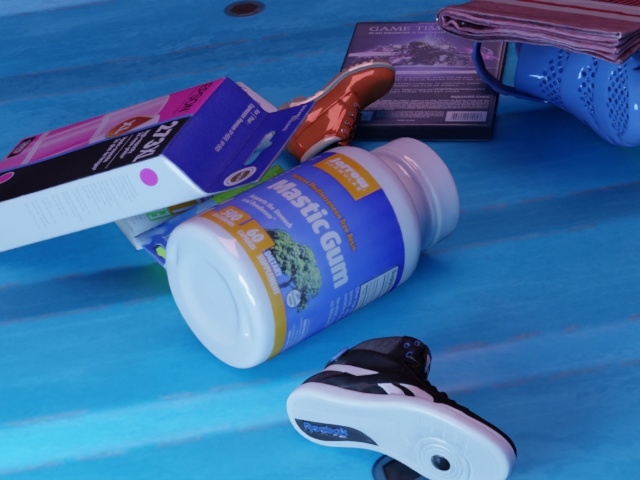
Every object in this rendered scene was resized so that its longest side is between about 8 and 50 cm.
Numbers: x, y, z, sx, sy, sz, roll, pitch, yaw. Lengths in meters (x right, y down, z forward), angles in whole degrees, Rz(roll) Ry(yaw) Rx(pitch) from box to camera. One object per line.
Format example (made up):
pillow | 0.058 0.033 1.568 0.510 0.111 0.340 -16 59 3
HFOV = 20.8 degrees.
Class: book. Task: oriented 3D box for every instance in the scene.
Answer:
book | -0.146 -0.038 1.883 0.144 0.035 0.096 -17 37 -20

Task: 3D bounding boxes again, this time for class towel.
towel | 0.318 -0.254 1.927 0.237 0.037 0.329 16 25 39

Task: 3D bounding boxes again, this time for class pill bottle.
pill bottle | 0.000 0.000 1.677 0.272 0.152 0.152 -28 38 -31

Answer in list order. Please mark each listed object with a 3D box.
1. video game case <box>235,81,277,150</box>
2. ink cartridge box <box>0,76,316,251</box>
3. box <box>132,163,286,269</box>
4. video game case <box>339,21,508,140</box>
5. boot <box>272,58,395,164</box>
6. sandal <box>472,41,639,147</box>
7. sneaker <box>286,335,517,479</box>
video game case | -0.126 -0.132 2.036 0.157 0.019 0.143 -21 35 -24
ink cartridge box | -0.198 -0.082 1.814 0.371 0.069 0.176 -12 26 28
box | -0.089 -0.007 1.792 0.178 0.042 0.109 -28 37 -19
video game case | 0.119 -0.195 2.094 0.196 0.026 0.274 1 32 11
boot | 0.028 -0.139 1.961 0.158 0.059 0.084 -32 57 -4
sandal | 0.274 -0.182 1.948 0.138 0.126 0.317 -6 21 -22
sneaker | 0.089 0.135 1.514 0.217 0.079 0.121 13 38 30
